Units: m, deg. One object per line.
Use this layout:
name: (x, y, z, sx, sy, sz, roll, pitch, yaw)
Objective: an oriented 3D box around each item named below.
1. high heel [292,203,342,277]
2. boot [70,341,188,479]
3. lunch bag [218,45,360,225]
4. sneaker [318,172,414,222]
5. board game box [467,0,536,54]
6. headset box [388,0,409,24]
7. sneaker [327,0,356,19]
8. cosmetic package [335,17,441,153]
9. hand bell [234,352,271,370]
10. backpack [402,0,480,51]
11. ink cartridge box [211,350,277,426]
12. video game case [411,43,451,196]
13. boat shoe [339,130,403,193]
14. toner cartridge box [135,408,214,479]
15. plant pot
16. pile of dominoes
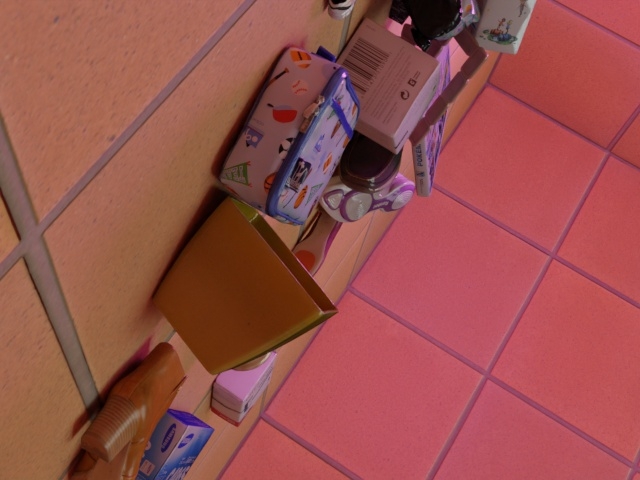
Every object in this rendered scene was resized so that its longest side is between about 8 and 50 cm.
high heel: (0.000, 0.000, 2.105, 0.117, 0.082, 0.244, 4, 105, -69)
boot: (-0.295, 0.309, 1.414, 0.211, 0.104, 0.295, -50, 164, -42)
lunch bag: (-0.031, -0.149, 1.287, 0.243, 0.115, 0.303, -60, 173, -1)
sneaker: (0.082, -0.126, 2.049, 0.305, 0.152, 0.114, -7, 136, -49)
board game box: (0.330, -0.521, 1.576, 0.224, 0.098, 0.303, -102, -159, -53)
headset box: (0.158, -0.442, 1.595, 0.062, 0.032, 0.083, -55, 173, -23)
sneaker: (0.048, -0.359, 1.226, 0.109, 0.040, 0.044, -58, 170, -4)
cosmetic package: (0.106, -0.262, 1.528, 0.151, 0.151, 0.184, -57, 172, 1)
hand bell: (-0.165, 0.149, 1.683, 0.126, 0.126, 0.242, -55, 160, -22)
backpack: (0.201, -0.398, 1.481, 0.115, 0.152, 0.182, -16, -179, 18)
ink cartridge box: (-0.194, 0.356, 2.214, 0.158, 0.092, 0.218, -54, 169, -28)
video game case: (0.248, -0.314, 1.964, 0.300, 0.036, 0.329, 74, 26, -56)
boat shoe: (0.131, -0.245, 1.905, 0.130, 0.132, 0.355, 93, 17, -45)
toner cartridge box: (-0.320, 0.444, 1.849, 0.165, 0.075, 0.348, -58, 172, -10)
plant pot: (-0.120, 0.082, 1.308, 0.187, 0.212, 0.212, -39, 173, 3)
pile of dominoes: (0.201, -0.318, 1.652, 0.040, 0.196, 0.251, -4, 145, -40)
